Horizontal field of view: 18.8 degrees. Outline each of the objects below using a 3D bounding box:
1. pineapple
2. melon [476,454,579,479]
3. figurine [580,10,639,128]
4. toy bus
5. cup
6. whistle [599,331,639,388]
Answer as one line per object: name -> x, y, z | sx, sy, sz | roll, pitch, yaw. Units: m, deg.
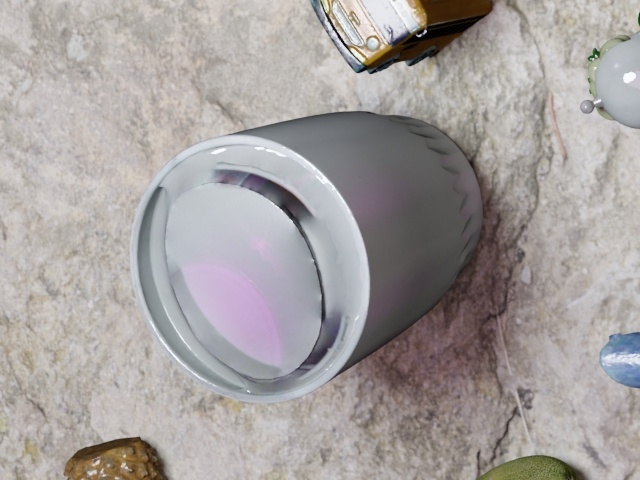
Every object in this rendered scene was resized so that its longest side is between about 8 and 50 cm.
pineapple -> -0.220, 0.373, 2.261 | 0.130, 0.119, 0.277 | -16, 96, 10
melon -> 0.203, 0.285, 2.032 | 0.162, 0.099, 0.099 | -33, 85, 30
figurine -> 0.347, -0.165, 1.865 | 0.197, 0.093, 0.147 | -14, 117, 20
toy bus -> 0.085, -0.234, 1.920 | 0.114, 0.201, 0.098 | -34, 84, 27
cup -> 0.000, 0.000, 1.917 | 0.253, 0.371, 0.253 | 6, 103, 25
whistle -> 0.428, 0.118, 1.900 | 0.304, 0.062, 0.062 | -2, 100, 27
